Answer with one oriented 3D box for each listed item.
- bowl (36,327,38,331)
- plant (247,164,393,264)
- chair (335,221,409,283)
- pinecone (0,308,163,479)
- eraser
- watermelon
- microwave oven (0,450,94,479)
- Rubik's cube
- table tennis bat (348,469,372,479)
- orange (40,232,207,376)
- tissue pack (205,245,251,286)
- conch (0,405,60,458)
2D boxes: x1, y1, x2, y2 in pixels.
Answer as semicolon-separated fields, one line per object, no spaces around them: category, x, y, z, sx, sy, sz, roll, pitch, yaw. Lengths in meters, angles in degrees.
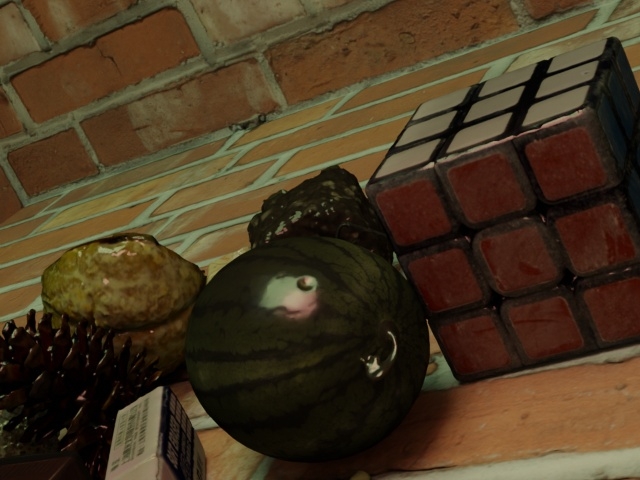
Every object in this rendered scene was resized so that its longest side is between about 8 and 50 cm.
bowl;-0.424;0.174;2.236;0.211;0.112;0.211;-23;16;7
plant;0.000;0.000;1.961;0.215;0.213;0.312;-29;14;6
chair;0.057;0.111;1.741;0.145;0.221;0.140;19;23;1
pinecone;-0.368;0.223;1.732;0.246;0.292;0.246;-57;4;7
eraser;-0.204;0.302;1.504;0.086;0.130;0.287;-28;18;3
watermelon;-0.013;0.133;1.462;0.279;0.279;0.359;-38;15;-34
microwave oven;-0.310;0.368;1.274;0.178;0.247;0.188;-13;22;29
Rubik's cube;0.278;-0.042;1.520;0.303;0.305;0.301;-16;19;26
table tennis bat;-0.029;0.343;1.318;0.246;0.022;0.138;-39;21;-30
orange;-0.326;0.130;1.961;0.270;0.210;0.369;7;-16;2
tissue pack;-0.124;0.112;1.913;0.092;0.148;0.196;-21;16;5
conch;-0.479;0.284;1.885;0.245;0.163;0.178;-53;-5;-11
